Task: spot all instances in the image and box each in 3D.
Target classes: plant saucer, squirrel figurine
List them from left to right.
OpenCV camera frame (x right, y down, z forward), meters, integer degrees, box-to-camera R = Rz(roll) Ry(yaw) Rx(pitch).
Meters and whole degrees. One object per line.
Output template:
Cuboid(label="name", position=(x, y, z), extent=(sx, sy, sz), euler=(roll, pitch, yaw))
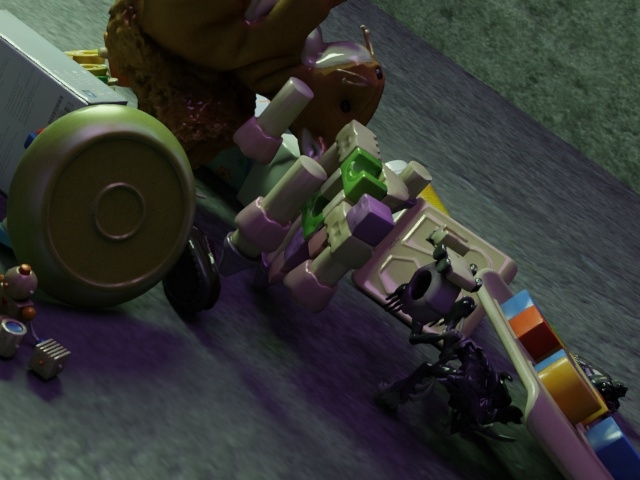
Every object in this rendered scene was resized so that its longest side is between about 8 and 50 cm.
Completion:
Cuboid(label="plant saucer", position=(-0.240, -0.035, 1.217), extent=(0.241, 0.241, 0.037), euler=(11, 3, -39))
Cuboid(label="squirrel figurine", position=(-0.108, -0.270, 1.572), extent=(0.370, 0.397, 0.281), euler=(49, 24, -22))

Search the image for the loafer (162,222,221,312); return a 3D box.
Cuboid(label="loafer", position=(-0.167, 0.018, 1.397), extent=(0.078, 0.080, 0.220), euler=(15, 26, -32))

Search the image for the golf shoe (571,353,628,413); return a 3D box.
Cuboid(label="golf shoe", position=(0.400, 0.220, 1.708), extent=(0.198, 0.077, 0.094), euler=(27, 10, -26))

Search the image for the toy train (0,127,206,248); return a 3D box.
Cuboid(label="toy train", position=(-0.270, -0.029, 1.308), extent=(0.248, 0.143, 0.105), euler=(22, 13, -39))

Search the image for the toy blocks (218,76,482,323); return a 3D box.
Cuboid(label="toy blocks", position=(0.000, 0.000, 1.435), extent=(0.309, 0.260, 0.289), euler=(31, 25, -23))

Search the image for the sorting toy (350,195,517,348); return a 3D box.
Cuboid(label="sorting toy", position=(0.181, 0.054, 1.685), extent=(0.208, 0.193, 0.038), euler=(37, -21, 11))

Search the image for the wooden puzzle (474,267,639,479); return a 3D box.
Cuboid(label="wooden puzzle", position=(0.346, 0.220, 1.449), extent=(0.322, 0.080, 0.348), euler=(51, 15, -25))

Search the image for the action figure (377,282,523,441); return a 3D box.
Cuboid(label="action figure", position=(0.171, 0.181, 1.406), extent=(0.164, 0.141, 0.276), euler=(26, 29, -28))

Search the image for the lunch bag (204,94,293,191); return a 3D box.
Cuboid(label="lunch bag", position=(-0.129, -0.247, 1.795), extent=(0.223, 0.160, 0.262), euler=(37, 56, 13))

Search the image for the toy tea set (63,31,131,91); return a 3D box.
Cuboid(label="toy tea set", position=(-0.386, -0.299, 1.665), extent=(0.199, 0.124, 0.336), euler=(6, 17, 17))

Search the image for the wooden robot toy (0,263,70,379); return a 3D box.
Cuboid(label="wooden robot toy", position=(-0.325, 0.064, 1.105), extent=(0.173, 0.079, 0.076), euler=(42, 25, 28))

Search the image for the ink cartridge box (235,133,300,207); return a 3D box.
Cuboid(label="ink cartridge box", position=(-0.014, -0.096, 1.765), extent=(0.231, 0.134, 0.078), euler=(3, 34, -50))

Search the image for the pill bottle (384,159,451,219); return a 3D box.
Cuboid(label="pill bottle", position=(0.160, -0.035, 1.823), extent=(0.117, 0.117, 0.208), euler=(7, 44, -44))

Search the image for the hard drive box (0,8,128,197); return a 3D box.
Cuboid(label="hard drive box", position=(-0.394, -0.169, 1.382), extent=(0.232, 0.181, 0.089), euler=(37, 23, 15))
